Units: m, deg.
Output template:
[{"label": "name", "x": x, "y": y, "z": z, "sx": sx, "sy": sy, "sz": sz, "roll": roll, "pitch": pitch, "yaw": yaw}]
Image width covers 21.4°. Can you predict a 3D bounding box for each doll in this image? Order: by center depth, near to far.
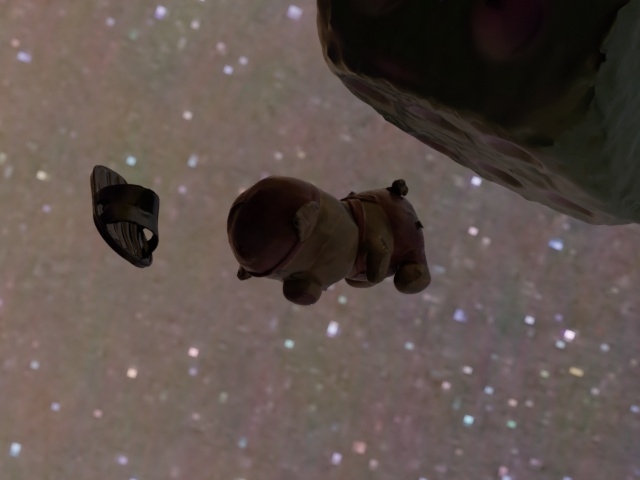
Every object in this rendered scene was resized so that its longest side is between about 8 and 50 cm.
[{"label": "doll", "x": 0.001, "y": 0.003, "z": 2.090, "sx": 0.196, "sy": 0.256, "sz": 0.152, "roll": -44, "pitch": -133, "yaw": 45}]

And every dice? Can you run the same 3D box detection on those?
[{"label": "dice", "x": 0.214, "y": -0.214, "z": 1.525, "sx": 0.322, "sy": 0.318, "sz": 0.330, "roll": 26, "pitch": -90, "yaw": 36}]

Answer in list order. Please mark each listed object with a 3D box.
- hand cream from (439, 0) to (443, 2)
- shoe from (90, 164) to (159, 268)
[{"label": "hand cream", "x": 0.032, "y": -0.252, "z": 1.394, "sx": 0.171, "sy": 0.065, "sz": 0.043, "roll": 28, "pitch": -122, "yaw": 24}, {"label": "shoe", "x": -0.188, "y": -0.038, "z": 1.655, "sx": 0.053, "sy": 0.062, "sz": 0.159, "roll": -48, "pitch": -146, "yaw": 15}]
